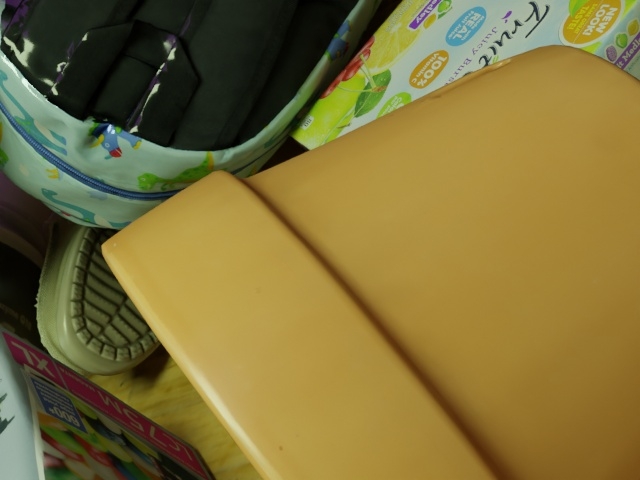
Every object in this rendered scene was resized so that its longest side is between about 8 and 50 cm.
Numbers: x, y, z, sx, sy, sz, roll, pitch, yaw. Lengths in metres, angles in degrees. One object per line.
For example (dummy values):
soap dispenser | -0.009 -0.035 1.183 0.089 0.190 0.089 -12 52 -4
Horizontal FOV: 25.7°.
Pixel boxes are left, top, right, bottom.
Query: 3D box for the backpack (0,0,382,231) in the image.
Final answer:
backpack | -0.098 -0.175 0.987 0.273 0.290 0.355 -49 18 46

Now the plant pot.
plant pot | 0.075 0.055 0.589 0.203 0.291 0.291 -38 32 -6

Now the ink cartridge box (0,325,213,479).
ink cartridge box | -0.101 0.170 0.763 0.065 0.186 0.311 -48 33 5

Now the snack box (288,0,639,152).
snack box | 0.095 -0.084 0.854 0.174 0.070 0.207 -50 34 -1

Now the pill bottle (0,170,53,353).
pill bottle | -0.299 0.083 1.121 0.161 0.161 0.283 -30 40 33

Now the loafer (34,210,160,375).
loafer | -0.166 0.013 1.084 0.092 0.102 0.268 -36 27 28
